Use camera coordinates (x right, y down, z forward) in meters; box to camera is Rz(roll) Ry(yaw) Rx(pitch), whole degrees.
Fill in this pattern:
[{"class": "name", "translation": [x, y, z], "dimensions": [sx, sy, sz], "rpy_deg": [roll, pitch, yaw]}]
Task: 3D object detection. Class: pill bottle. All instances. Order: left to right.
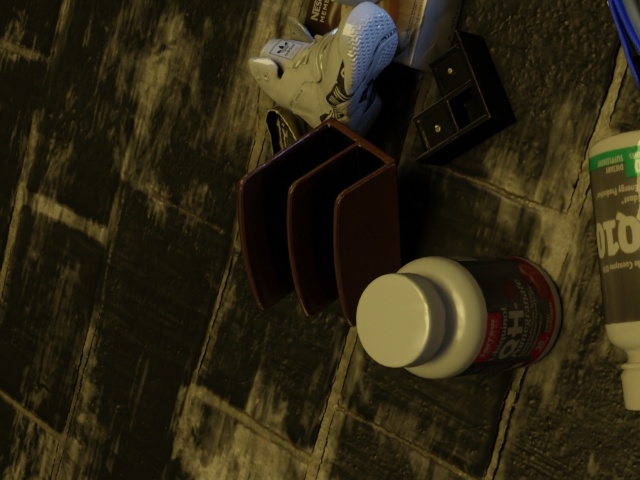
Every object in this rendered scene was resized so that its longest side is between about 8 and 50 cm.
[{"class": "pill bottle", "translation": [0.199, 0.110, 1.873], "dimensions": [0.176, 0.318, 0.176], "rpy_deg": [0, 90, 41]}, {"class": "pill bottle", "translation": [0.474, 0.038, 1.711], "dimensions": [0.204, 0.204, 0.361], "rpy_deg": [-10, 82, 41]}]

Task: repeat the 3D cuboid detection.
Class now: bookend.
[{"class": "bookend", "translation": [0.206, -0.224, 2.040], "dimensions": [0.156, 0.072, 0.157], "rpy_deg": [-31, 69, 37]}]

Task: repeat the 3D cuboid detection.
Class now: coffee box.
[{"class": "coffee box", "translation": [0.100, -0.371, 2.119], "dimensions": [0.246, 0.098, 0.141], "rpy_deg": [21, 102, 40]}]

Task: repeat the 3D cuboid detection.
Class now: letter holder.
[{"class": "letter holder", "translation": [0.000, 0.000, 2.032], "dimensions": [0.152, 0.214, 0.302], "rpy_deg": [37, 149, 35]}]

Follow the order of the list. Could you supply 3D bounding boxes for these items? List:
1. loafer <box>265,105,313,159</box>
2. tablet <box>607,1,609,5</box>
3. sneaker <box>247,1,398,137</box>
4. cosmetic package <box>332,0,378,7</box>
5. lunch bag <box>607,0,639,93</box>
[{"class": "loafer", "translation": [-0.052, -0.124, 2.253], "dimensions": [0.094, 0.087, 0.251], "rpy_deg": [-24, 73, 38]}, {"class": "tablet", "translation": [0.454, -0.329, 1.868], "dimensions": [0.054, 0.006, 0.083], "rpy_deg": [-35, 66, 36]}, {"class": "sneaker", "translation": [-0.004, -0.287, 2.047], "dimensions": [0.210, 0.366, 0.137], "rpy_deg": [35, 69, 12]}, {"class": "cosmetic package", "translation": [0.094, -0.597, 2.012], "dimensions": [0.284, 0.097, 0.377], "rpy_deg": [-28, 69, 36]}, {"class": "lunch bag", "translation": [0.492, -0.265, 1.531], "dimensions": [0.385, 0.328, 0.239], "rpy_deg": [39, 116, -2]}]
